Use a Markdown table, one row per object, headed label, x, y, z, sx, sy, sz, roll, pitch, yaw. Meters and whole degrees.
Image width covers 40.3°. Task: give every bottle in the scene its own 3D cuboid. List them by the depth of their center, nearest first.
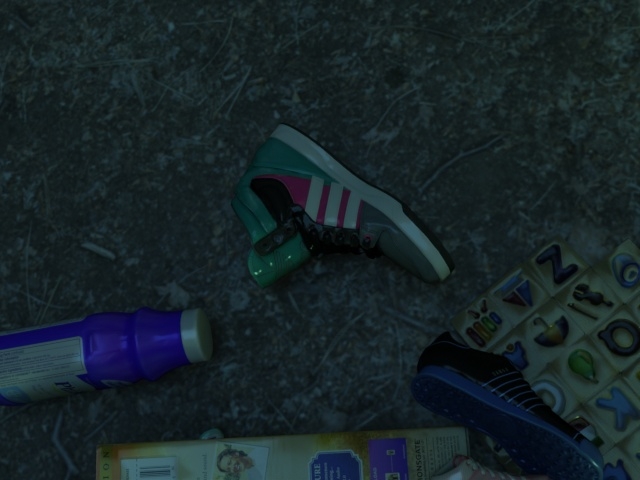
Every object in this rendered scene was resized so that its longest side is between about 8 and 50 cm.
| label | x | y | z | sx | sy | sz | roll | pitch | yaw |
| --- | --- | --- | --- | --- | --- | --- | --- | --- | --- |
| bottle | -0.276 | 0.139 | 1.075 | 0.282 | 0.118 | 0.092 | -10 | 74 | 7 |

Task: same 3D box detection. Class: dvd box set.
| label | x | y | z | sx | sy | sz | roll | pitch | yaw |
| --- | --- | --- | --- | --- | --- | --- | --- | --- | --- |
| dvd box set | -0.035 | 0.369 | 0.958 | 0.420 | 0.062 | 0.308 | -3 | 74 | -2 |

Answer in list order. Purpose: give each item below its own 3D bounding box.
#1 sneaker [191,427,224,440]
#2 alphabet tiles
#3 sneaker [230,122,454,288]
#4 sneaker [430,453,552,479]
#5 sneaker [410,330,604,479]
| label | x | y | z | sx | sy | sz | roll | pitch | yaw |
| --- | --- | --- | --- | --- | --- | --- | --- | --- | --- |
| sneaker | -0.153 | 0.278 | 1.057 | 0.098 | 0.038 | 0.069 | -28 | 72 | 3 |
| alphabet tiles | 0.320 | 0.169 | 0.995 | 0.285 | 0.011 | 0.343 | -40 | 68 | 3 |
| sneaker | 0.000 | 0.000 | 1.054 | 0.295 | 0.124 | 0.178 | 38 | 80 | 25 |
| sneaker | 0.181 | 0.257 | 0.937 | 0.134 | 0.051 | 0.070 | -16 | 82 | -7 |
| sneaker | 0.216 | 0.183 | 0.974 | 0.232 | 0.081 | 0.090 | 31 | 44 | 4 |
